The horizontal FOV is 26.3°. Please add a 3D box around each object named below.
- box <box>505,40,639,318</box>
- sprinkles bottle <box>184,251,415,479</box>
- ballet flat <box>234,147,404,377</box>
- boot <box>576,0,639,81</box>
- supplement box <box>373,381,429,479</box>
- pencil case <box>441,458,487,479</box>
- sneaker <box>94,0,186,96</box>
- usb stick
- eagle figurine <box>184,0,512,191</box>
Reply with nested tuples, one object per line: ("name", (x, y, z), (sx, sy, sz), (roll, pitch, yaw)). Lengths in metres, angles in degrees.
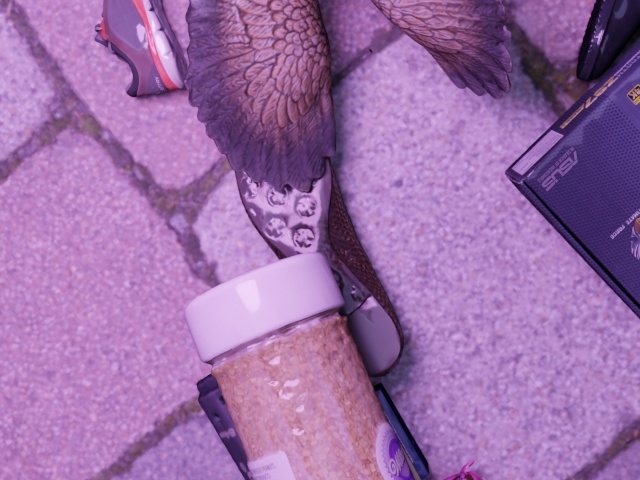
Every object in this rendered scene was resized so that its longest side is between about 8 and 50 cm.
("box", (0.295, -0.066, 1.105), (0.232, 0.059, 0.183), (-43, 103, 3))
("sprinkles bottle", (0.013, 0.191, 1.051), (0.121, 0.121, 0.355), (-23, 84, 3))
("ballet flat", (0.000, 0.000, 1.150), (0.084, 0.058, 0.250), (-29, 84, 6))
("boot", (0.274, -0.178, 1.134), (0.099, 0.045, 0.121), (17, 93, -3))
("supplement box", (0.035, 0.176, 1.143), (0.083, 0.056, 0.083), (-30, 88, 3))
("pencil case", (0.158, 0.285, 1.124), (0.098, 0.095, 0.209), (-42, 90, -25))
("sneaker", (-0.168, -0.193, 1.151), (0.065, 0.061, 0.158), (-21, 89, 10))
("usb stick", (-0.017, 0.228, 1.139), (0.045, 0.077, 0.278), (-30, 88, -19))
("eagle figurine", (0.000, -0.219, 1.068), (0.225, 0.226, 0.298), (-8, 72, -23))
